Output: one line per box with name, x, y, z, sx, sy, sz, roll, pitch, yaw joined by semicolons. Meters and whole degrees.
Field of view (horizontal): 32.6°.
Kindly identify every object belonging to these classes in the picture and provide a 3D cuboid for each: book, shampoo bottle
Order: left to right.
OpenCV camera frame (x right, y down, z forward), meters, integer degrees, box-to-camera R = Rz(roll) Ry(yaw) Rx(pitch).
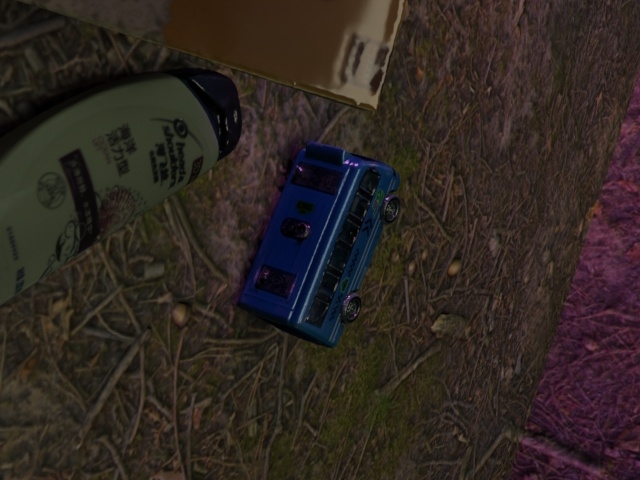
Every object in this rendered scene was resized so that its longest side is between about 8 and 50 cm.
shampoo bottle;-0.204;-0.073;1.010;0.359;0.078;0.134;-39;133;-46
book;-0.097;-0.277;0.829;0.389;0.032;0.269;14;93;-20

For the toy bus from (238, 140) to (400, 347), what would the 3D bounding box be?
toy bus;0.000;0.000;1.379;0.134;0.113;0.246;31;79;-55
